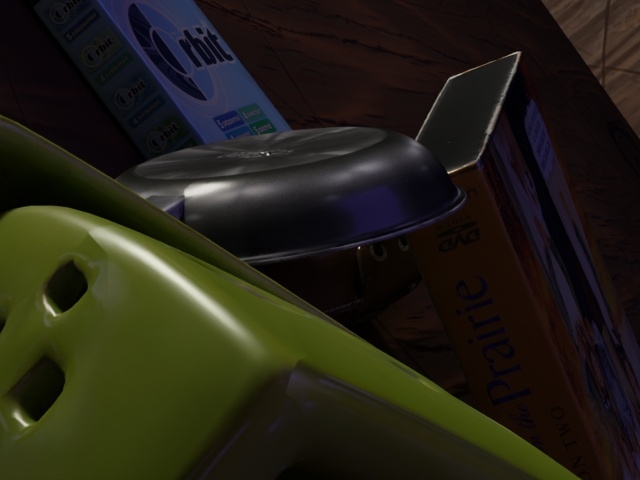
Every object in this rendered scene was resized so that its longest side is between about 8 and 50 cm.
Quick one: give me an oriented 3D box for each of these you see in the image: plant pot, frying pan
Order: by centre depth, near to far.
[{"bbox_3d":[-0.052,0.110,0.460,0.227,0.228,0.207,34,5,-42],"label":"plant pot"},{"bbox_3d":[-0.079,-0.006,0.820,0.326,0.197,0.053,-14,103,-32],"label":"frying pan"}]

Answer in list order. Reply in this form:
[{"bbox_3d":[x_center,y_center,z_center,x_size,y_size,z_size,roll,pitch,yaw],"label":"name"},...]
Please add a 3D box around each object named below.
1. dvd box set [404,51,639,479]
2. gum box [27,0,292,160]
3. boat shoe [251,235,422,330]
[{"bbox_3d":[0.168,0.108,1.098,0.307,0.062,0.420,-56,124,-70],"label":"dvd box set"},{"bbox_3d":[-0.097,-0.109,1.073,0.184,0.041,0.157,52,18,2],"label":"gum box"},{"bbox_3d":[0.000,0.000,1.005,0.111,0.104,0.307,54,18,4],"label":"boat shoe"}]
